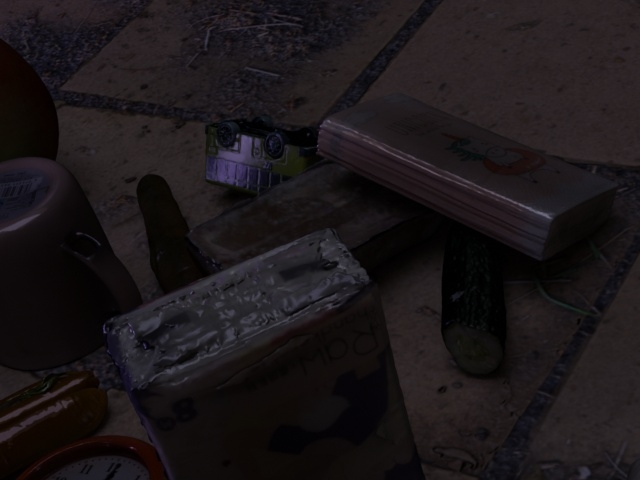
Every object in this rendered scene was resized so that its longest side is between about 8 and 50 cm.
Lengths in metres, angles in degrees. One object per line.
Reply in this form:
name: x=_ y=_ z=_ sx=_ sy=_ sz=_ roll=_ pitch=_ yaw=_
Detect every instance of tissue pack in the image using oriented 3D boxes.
tissue pack: x=0.172 y=-0.084 z=1.941 sx=0.325 sy=0.071 sz=0.170 roll=27 pitch=31 yaw=29
tissue pack: x=-0.042 y=0.175 z=1.547 sx=0.242 sy=0.343 sz=0.125 roll=-24 pitch=39 yaw=-10

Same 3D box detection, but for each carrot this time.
carrot: x=-0.192 y=0.000 z=2.071 sx=0.070 sy=0.070 sz=0.342 roll=-22 pitch=34 yaw=-6

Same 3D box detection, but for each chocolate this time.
chocolate: x=0.000 y=0.000 z=1.957 sx=0.303 sy=0.100 sz=0.185 roll=-30 pitch=38 yaw=-29

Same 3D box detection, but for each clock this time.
clock: x=-0.249 y=0.287 z=1.730 sx=0.205 sy=0.051 sz=0.205 roll=-12 pitch=36 yaw=9

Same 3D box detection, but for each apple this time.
apple: x=-0.509 y=-0.144 z=2.180 sx=0.319 sy=0.319 sz=0.277 roll=-2 pitch=17 yaw=20

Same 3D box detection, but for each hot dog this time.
hot dog: x=-0.359 y=0.219 z=1.848 sx=0.250 sy=0.068 sz=0.100 roll=-29 pitch=37 yaw=-16

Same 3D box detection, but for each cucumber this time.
cucumber: x=0.173 y=0.054 z=1.848 sx=0.074 sy=0.074 sz=0.241 roll=-9 pitch=34 yaw=11

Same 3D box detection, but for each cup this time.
cup: x=-0.326 y=0.027 z=1.972 sx=0.253 sy=0.200 sz=0.191 roll=16 pitch=47 yaw=35

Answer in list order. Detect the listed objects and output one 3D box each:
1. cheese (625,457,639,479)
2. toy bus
cheese: x=0.346 y=0.277 z=1.419 sx=0.198 sy=0.154 sz=0.189 roll=5 pitch=26 yaw=24
toy bus: x=-0.061 y=-0.102 z=2.114 sx=0.175 sy=0.101 sz=0.088 roll=16 pitch=18 yaw=36
